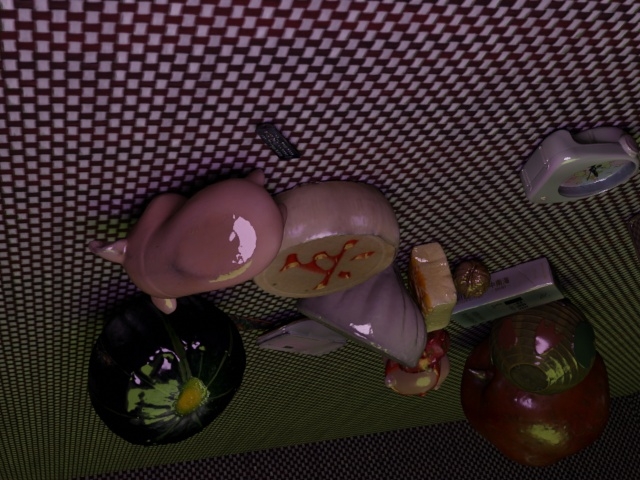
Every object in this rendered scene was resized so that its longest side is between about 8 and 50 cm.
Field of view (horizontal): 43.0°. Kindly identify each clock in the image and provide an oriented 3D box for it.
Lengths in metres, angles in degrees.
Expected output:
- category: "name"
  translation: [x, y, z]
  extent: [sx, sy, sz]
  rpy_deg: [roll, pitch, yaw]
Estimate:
- category: "clock"
  translation: [0.416, -0.119, 1.250]
  extent: [0.190, 0.062, 0.151]
  rpy_deg: [-7, 157, -13]

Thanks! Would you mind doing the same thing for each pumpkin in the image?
- category: "pumpkin"
  translation: [-0.292, 0.221, 1.497]
  extent: [0.295, 0.296, 0.296]
  rpy_deg: [-10, 158, -4]

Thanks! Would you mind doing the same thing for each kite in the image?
- category: "kite"
  translation: [-0.189, 0.192, 1.753]
  extent: [0.232, 0.009, 0.189]
  rpy_deg: [-7, 157, -11]

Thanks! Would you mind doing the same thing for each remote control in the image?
- category: "remote control"
  translation: [-0.055, -0.129, 1.050]
  extent: [0.034, 0.016, 0.091]
  rpy_deg: [-2, 161, 20]

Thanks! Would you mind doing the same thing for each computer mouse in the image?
- category: "computer mouse"
  translation: [-0.041, 0.212, 1.815]
  extent: [0.126, 0.056, 0.245]
  rpy_deg: [-28, 154, 31]

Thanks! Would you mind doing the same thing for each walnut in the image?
- category: "walnut"
  translation: [0.306, 0.079, 1.651]
  extent: [0.078, 0.083, 0.096]
  rpy_deg: [14, 161, 10]

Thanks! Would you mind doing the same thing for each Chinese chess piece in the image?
- category: "Chinese chess piece"
  translation: [0.000, 0.000, 1.275]
  extent: [0.249, 0.103, 0.250]
  rpy_deg: [-10, 156, -5]

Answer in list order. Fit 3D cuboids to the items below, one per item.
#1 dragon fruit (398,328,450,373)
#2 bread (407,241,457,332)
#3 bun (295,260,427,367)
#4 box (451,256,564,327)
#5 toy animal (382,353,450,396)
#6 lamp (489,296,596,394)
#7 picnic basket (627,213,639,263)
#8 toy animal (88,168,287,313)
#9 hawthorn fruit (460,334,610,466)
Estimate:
- category: "dragon fruit"
  translation: [0.227, 0.228, 1.950]
  extent: [0.153, 0.153, 0.111]
  rpy_deg: [-22, 122, 23]
- category: "bread"
  translation: [0.212, 0.096, 1.573]
  extent: [0.068, 0.126, 0.188]
  rpy_deg: [-12, 158, -2]
- category: "bun"
  translation: [0.098, 0.111, 1.523]
  extent: [0.263, 0.175, 0.263]
  rpy_deg: [26, 174, 3]
- category: "box"
  translation: [0.408, 0.119, 1.808]
  extent: [0.242, 0.067, 0.155]
  rpy_deg: [-19, 158, 18]
- category: "toy animal"
  translation: [0.251, 0.331, 2.133]
  extent: [0.171, 0.171, 0.197]
  rpy_deg: [-21, 164, 22]
- category: "lamp"
  translation: [0.539, 0.229, 1.935]
  extent: [0.250, 0.250, 0.284]
  rpy_deg: [-40, -172, 49]
- category: "picnic basket"
  translation: [0.738, -0.007, 1.542]
  extent: [0.139, 0.165, 0.266]
  rpy_deg: [8, 151, -41]
- category: "toy animal"
  translation: [-0.167, 0.004, 1.123]
  extent: [0.250, 0.154, 0.166]
  rpy_deg: [-22, 113, 25]
- category: "hawthorn fruit"
  translation: [0.546, 0.397, 2.176]
  extent: [0.402, 0.403, 0.403]
  rpy_deg: [-10, 158, -4]
